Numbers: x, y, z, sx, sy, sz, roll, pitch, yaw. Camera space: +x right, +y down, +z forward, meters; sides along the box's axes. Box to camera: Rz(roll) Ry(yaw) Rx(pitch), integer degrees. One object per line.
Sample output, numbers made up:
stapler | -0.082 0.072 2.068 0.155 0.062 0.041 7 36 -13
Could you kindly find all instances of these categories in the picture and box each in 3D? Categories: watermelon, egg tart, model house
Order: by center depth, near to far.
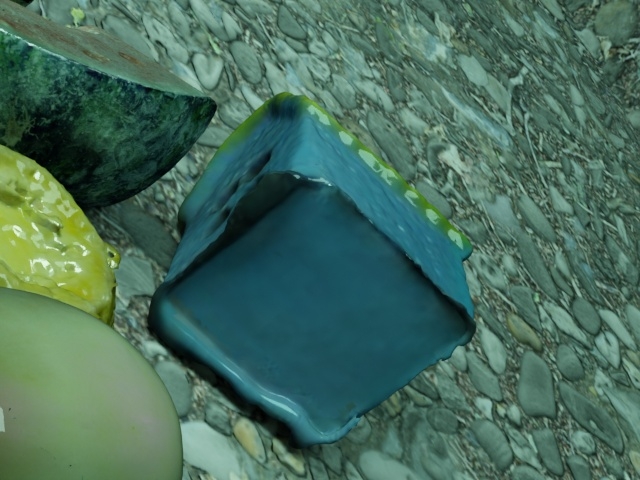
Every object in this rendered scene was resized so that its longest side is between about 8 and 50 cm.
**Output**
egg tart | -0.251 0.016 1.284 0.290 0.115 0.290 38 30 -27
watermelon | -0.261 -0.137 1.468 0.318 0.148 0.226 25 18 -19
model house | 0.000 0.000 1.576 0.237 0.215 0.303 42 26 -17

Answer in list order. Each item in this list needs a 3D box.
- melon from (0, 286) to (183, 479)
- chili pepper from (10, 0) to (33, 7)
melon | -0.222 0.138 1.064 0.317 0.223 0.223 9 50 -54
chili pepper | -0.352 -0.310 1.570 0.227 0.059 0.088 51 33 2
